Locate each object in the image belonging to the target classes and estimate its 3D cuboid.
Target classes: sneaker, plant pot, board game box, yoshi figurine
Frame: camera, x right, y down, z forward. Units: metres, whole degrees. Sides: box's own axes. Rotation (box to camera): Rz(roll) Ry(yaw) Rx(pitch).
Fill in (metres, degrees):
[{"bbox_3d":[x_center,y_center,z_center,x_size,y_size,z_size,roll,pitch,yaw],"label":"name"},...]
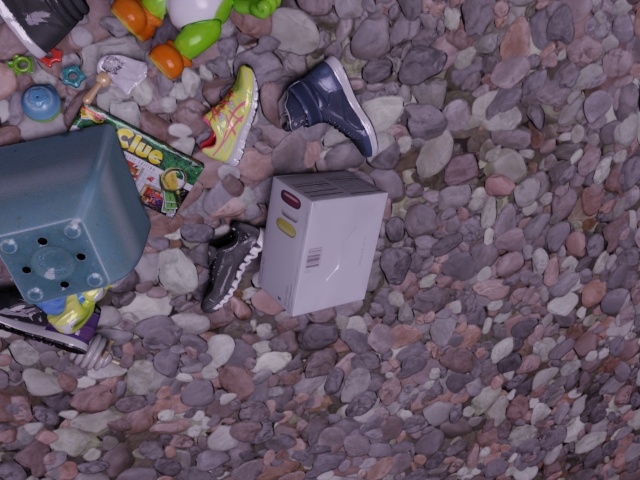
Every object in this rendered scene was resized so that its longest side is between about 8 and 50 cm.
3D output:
[{"bbox_3d":[-0.475,0.066,1.281,0.126,0.091,0.240,35,59,0],"label":"sneaker"},{"bbox_3d":[-0.496,-0.458,1.024,0.147,0.104,0.295,-34,127,-2],"label":"sneaker"},{"bbox_3d":[-0.464,-0.026,1.143,0.248,0.252,0.247,-14,126,-4],"label":"plant pot"},{"bbox_3d":[-0.376,-0.155,1.258,0.260,0.030,0.136,27,103,-28],"label":"board game box"},{"bbox_3d":[-0.182,-0.247,1.244,0.094,0.081,0.208,11,113,-20],"label":"sneaker"},{"bbox_3d":[-0.599,0.134,1.311,0.283,0.107,0.124,21,67,-10],"label":"sneaker"},{"bbox_3d":[0.010,-0.238,1.297,0.163,0.086,0.226,-36,112,-10],"label":"sneaker"},{"bbox_3d":[-0.215,0.051,1.392,0.106,0.078,0.234,30,100,-26],"label":"sneaker"},{"bbox_3d":[-0.163,-0.439,1.053,0.362,0.203,0.203,-39,140,-1],"label":"yoshi figurine"}]

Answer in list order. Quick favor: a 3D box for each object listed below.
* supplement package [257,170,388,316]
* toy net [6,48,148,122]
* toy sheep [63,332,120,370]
[{"bbox_3d":[0.000,0.000,1.360,0.204,0.145,0.261,-9,120,-37],"label":"supplement package"},{"bbox_3d":[-0.435,-0.299,1.157,0.232,0.045,0.122,-17,87,-15],"label":"toy net"},{"bbox_3d":[-0.500,0.243,1.391,0.132,0.091,0.091,32,104,-12],"label":"toy sheep"}]
